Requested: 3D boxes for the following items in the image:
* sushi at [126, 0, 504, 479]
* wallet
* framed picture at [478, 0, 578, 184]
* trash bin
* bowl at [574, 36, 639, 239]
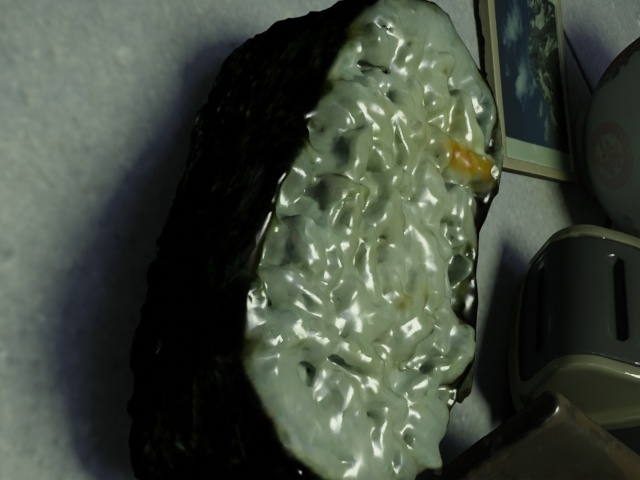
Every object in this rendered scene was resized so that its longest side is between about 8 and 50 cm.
[{"bbox_3d":[0.000,0.000,0.498,0.211,0.170,0.350,32,59,-37],"label":"sushi"},{"bbox_3d":[0.232,0.244,0.710,0.309,0.165,0.042,35,21,-37],"label":"wallet"},{"bbox_3d":[0.254,-0.213,0.931,0.208,0.019,0.281,1,82,-48],"label":"framed picture"},{"bbox_3d":[0.314,0.140,0.806,0.290,0.182,0.210,51,38,-35],"label":"trash bin"},{"bbox_3d":[0.438,-0.127,0.997,0.345,0.157,0.346,0,91,-41],"label":"bowl"}]
